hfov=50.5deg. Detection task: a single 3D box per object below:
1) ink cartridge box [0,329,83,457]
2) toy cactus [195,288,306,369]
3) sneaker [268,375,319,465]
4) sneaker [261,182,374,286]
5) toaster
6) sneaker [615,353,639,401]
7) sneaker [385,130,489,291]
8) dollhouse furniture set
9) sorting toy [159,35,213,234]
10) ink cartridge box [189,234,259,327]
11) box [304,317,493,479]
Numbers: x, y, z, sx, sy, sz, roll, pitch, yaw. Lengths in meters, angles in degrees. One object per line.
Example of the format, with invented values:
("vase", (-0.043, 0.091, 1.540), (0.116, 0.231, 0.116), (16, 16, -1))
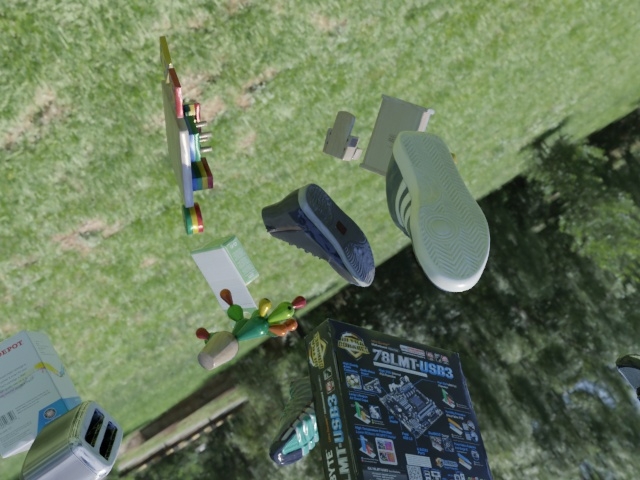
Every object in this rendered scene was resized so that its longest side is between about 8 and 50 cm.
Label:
("ink cartridge box", (-0.681, 0.348, 1.569), (0.171, 0.232, 0.168), (-29, 173, -10))
("toy cactus", (-0.142, 0.151, 1.150), (0.219, 0.112, 0.180), (-13, -166, 32))
("sneaker", (-0.037, 0.301, 1.196), (0.224, 0.098, 0.083), (-37, 135, -44))
("sneaker", (0.000, 0.000, 1.203), (0.118, 0.222, 0.083), (-18, -151, 40))
("toaster", (-0.491, 0.424, 1.350), (0.146, 0.129, 0.227), (-37, -163, 7))
("sneaker", (0.637, 0.321, 1.228), (0.108, 0.271, 0.100), (-34, 161, -13))
("sneaker", (0.188, -0.030, 1.168), (0.131, 0.350, 0.148), (5, 137, -10))
("dollhouse furniture set", (0.221, -0.285, 1.871), (0.303, 0.286, 0.198), (-6, 118, -59))
("sorting toy", (-0.186, -0.146, 0.955), (0.046, 0.132, 0.274), (-12, 136, -17))
("ink cartridge box", (-0.216, 0.106, 1.695), (0.056, 0.235, 0.171), (-39, -163, -35))
("box", (0.126, 0.284, 1.019), (0.296, 0.293, 0.073), (20, 133, -35))
